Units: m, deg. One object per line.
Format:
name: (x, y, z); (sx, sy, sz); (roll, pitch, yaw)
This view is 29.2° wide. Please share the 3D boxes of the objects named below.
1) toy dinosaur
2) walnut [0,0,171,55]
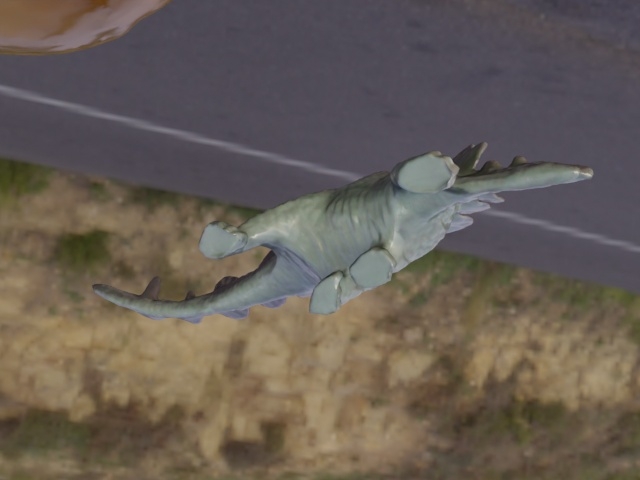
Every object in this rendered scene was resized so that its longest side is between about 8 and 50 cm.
toy dinosaur: (0.000, 0.002, 0.423); (0.209, 0.039, 0.082); (-16, -178, 34)
walnut: (-0.105, -0.181, 0.438); (0.203, 0.203, 0.297); (9, -144, -2)
